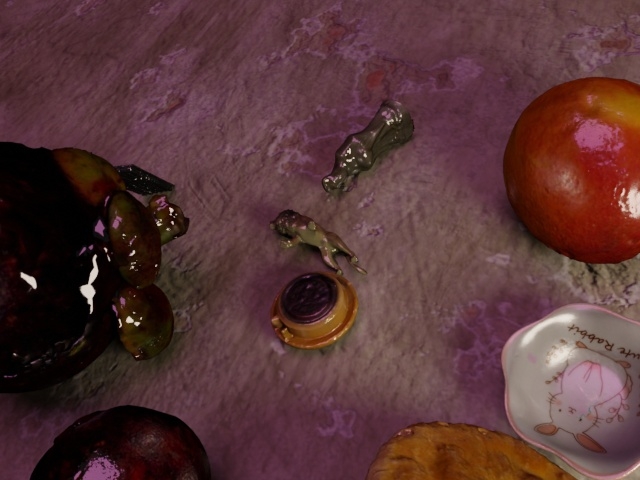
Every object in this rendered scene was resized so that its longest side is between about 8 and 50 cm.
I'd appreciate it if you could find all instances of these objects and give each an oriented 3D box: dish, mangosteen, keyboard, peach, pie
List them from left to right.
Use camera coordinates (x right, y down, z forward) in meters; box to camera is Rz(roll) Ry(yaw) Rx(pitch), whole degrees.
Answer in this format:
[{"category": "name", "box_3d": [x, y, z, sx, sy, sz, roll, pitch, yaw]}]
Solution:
[{"category": "mangosteen", "box_3d": [-0.435, 0.047, 0.997, 0.421, 0.381, 0.381, 4, 40, -32]}, {"category": "mangosteen", "box_3d": [-0.232, 0.336, 0.792, 0.228, 0.228, 0.265, -34, 83, -12]}, {"category": "keyboard", "box_3d": [-0.336, -0.109, 1.185, 0.072, 0.231, 0.023, -5, 86, 4]}, {"category": "pie", "box_3d": [0.195, 0.315, 0.658, 0.339, 0.083, 0.339, 17, 24, -8]}, {"category": "dish", "box_3d": [0.343, 0.195, 0.818, 0.229, 0.081, 0.229, -8, 54, 11]}, {"category": "peach", "box_3d": [0.395, -0.097, 0.940, 0.238, 0.281, 0.281, 1, 33, -44]}]

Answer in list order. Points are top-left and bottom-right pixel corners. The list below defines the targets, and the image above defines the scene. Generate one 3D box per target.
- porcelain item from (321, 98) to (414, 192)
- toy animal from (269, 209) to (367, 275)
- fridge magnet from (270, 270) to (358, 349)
[{"category": "porcelain item", "box_3d": [0.079, -0.169, 1.184, 0.069, 0.081, 0.215, 33, 66, 35]}, {"category": "toy animal", "box_3d": [-0.007, 0.001, 1.076, 0.220, 0.086, 0.069, 35, 107, 30]}, {"category": "fridge magnet", "box_3d": [-0.012, 0.104, 1.001, 0.143, 0.063, 0.143, -10, 49, 12]}]
